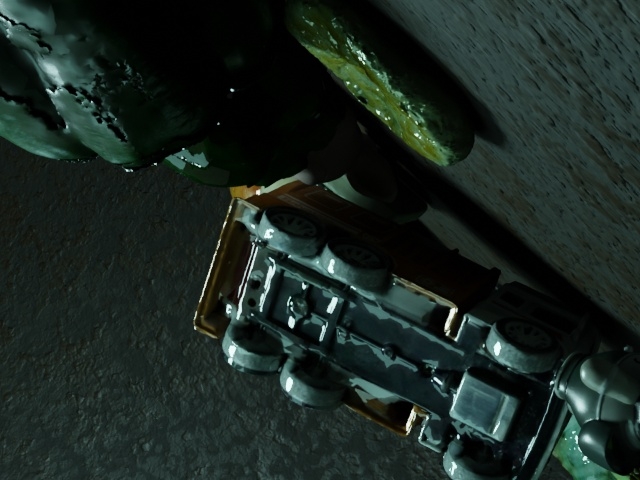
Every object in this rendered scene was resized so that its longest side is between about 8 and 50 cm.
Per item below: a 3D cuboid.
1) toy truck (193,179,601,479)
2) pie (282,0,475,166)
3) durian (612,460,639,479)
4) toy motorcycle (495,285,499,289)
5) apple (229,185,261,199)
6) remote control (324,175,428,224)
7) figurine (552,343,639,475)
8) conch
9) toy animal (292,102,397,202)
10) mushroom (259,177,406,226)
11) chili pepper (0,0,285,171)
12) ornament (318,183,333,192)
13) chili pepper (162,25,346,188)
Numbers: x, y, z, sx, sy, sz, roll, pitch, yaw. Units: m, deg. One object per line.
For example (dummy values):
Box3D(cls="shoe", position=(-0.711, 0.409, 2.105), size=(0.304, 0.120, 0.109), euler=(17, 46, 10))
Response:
Box3D(cls="toy truck", position=(0.089, 0.083, 1.787), size=(0.388, 0.173, 0.207), euler=(27, -154, 17))
Box3D(cls="pie", position=(0.045, -0.127, 1.343), size=(0.187, 0.041, 0.187), euler=(43, 177, 2))
Box3D(cls="durian", position=(0.387, 0.240, 1.691), size=(0.220, 0.137, 0.095), euler=(46, 145, 24))
Box3D(cls="toy motorcycle", position=(0.239, 0.158, 2.194), size=(0.275, 0.125, 0.187), euler=(45, -175, -42))
Box3D(cls="apple", position=(-0.061, -0.088, 2.587), size=(0.146, 0.146, 0.146), euler=(42, 177, 3))
Box3D(cls="remote control", position=(-0.003, -0.112, 1.970), size=(0.285, 0.038, 0.123), euler=(40, -159, 15))
Box3D(cls="figurine", position=(0.270, 0.127, 1.336), size=(0.192, 0.126, 0.147), euler=(17, 150, 43))
Box3D(cls="conch", position=(0.343, 0.243, 2.043), size=(0.188, 0.122, 0.176), euler=(40, -147, -16))
Box3D(cls="toy animal", position=(-0.001, -0.109, 1.819), size=(0.213, 0.124, 0.124), euler=(2, -154, -39))
Box3D(cls="mushroom", position=(0.000, 0.000, 2.289), size=(0.246, 0.202, 0.246), euler=(50, 172, 10))
Box3D(cls="chili pepper", position=(-0.169, -0.202, 1.349), size=(0.233, 0.248, 0.256), euler=(7, 150, 33))
Box3D(cls="ornament", position=(0.022, -0.061, 1.989), size=(0.125, 0.028, 0.073), euler=(38, -159, 5))
Box3D(cls="chili pepper", position=(-0.105, -0.165, 1.647), size=(0.261, 0.173, 0.165), euler=(40, -159, 22))
